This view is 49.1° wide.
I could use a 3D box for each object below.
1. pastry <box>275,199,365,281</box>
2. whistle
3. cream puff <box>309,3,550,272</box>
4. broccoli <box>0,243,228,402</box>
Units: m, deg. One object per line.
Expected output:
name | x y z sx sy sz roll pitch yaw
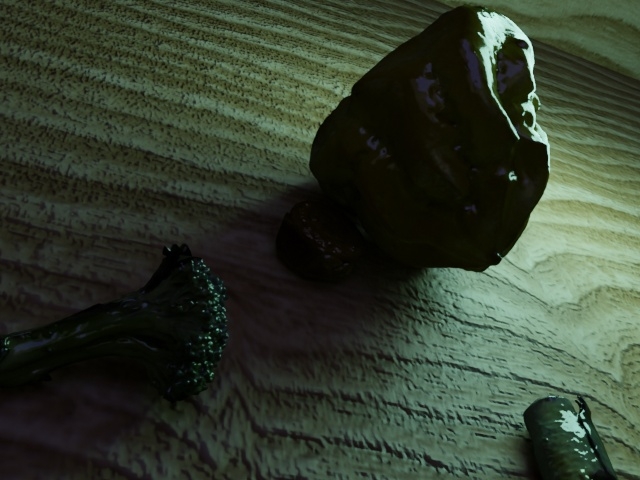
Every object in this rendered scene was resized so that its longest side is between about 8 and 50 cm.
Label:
pastry | 0.000 0.000 0.774 0.097 0.057 0.109 18 34 -15
whistle | 0.234 0.261 0.572 0.068 0.057 0.326 -18 32 14
cream puff | 0.157 -0.098 0.833 0.257 0.291 0.324 52 1 8
broccoli | -0.167 0.075 0.528 0.204 0.118 0.122 -11 57 -22
